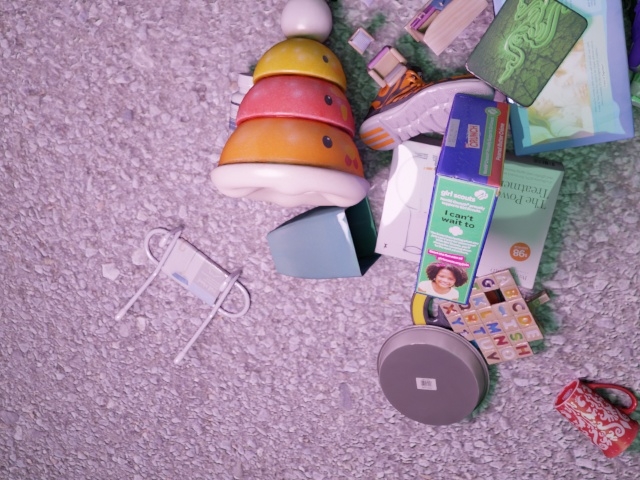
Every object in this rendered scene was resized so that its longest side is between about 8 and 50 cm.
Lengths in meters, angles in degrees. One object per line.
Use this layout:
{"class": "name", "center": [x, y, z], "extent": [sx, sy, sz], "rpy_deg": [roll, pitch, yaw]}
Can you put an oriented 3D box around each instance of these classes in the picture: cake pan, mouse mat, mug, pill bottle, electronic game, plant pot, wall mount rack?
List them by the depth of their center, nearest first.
{"class": "mouse mat", "center": [0.382, -0.365, 1.279], "extent": [0.152, 0.007, 0.190], "rpy_deg": [35, 115, 7]}
{"class": "mug", "center": [0.665, 0.410, 1.646], "extent": [0.169, 0.150, 0.113], "rpy_deg": [39, 150, 7]}
{"class": "pill bottle", "center": [-0.165, -0.308, 1.652], "extent": [0.107, 0.108, 0.180], "rpy_deg": [13, 110, 13]}
{"class": "plant pot", "center": [0.000, 0.000, 1.674], "extent": [0.234, 0.165, 0.166], "rpy_deg": [-9, 104, 25]}
{"class": "electronic game", "center": [0.335, 0.175, 1.685], "extent": [0.229, 0.048, 0.229], "rpy_deg": [5, 108, 15]}
{"class": "cake pan", "center": [0.276, 0.351, 1.727], "extent": [0.293, 0.054, 0.293], "rpy_deg": [9, 119, 18]}
{"class": "wall mount rack", "center": [-0.380, 0.142, 1.844], "extent": [0.350, 0.130, 0.304], "rpy_deg": [36, 113, 4]}

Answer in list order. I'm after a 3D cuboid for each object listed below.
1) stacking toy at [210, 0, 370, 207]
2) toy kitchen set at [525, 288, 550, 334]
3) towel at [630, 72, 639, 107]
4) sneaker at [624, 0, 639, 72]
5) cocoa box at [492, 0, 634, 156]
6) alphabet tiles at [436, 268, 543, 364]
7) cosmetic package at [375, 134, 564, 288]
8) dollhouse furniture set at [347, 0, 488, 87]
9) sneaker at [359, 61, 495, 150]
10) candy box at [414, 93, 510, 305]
{"class": "stacking toy", "center": [-0.053, -0.322, 1.510], "extent": [0.350, 0.350, 0.480], "rpy_deg": [3, 87, 16]}
{"class": "toy kitchen set", "center": [0.524, 0.178, 1.618], "extent": [0.075, 0.068, 0.083], "rpy_deg": [-34, 95, 23]}
{"class": "towel", "center": [0.803, -0.381, 1.379], "extent": [0.247, 0.038, 0.325], "rpy_deg": [28, 112, 8]}
{"class": "sneaker", "center": [0.644, -0.485, 1.356], "extent": [0.146, 0.102, 0.294], "rpy_deg": [23, 100, 26]}
{"class": "cocoa box", "center": [0.482, -0.369, 1.374], "extent": [0.231, 0.228, 0.347], "rpy_deg": [-8, 104, 19]}
{"class": "alphabet tiles", "center": [0.404, 0.190, 1.621], "extent": [0.198, 0.009, 0.237], "rpy_deg": [-20, 109, 33]}
{"class": "cosmetic package", "center": [0.337, -0.072, 1.584], "extent": [0.377, 0.097, 0.285], "rpy_deg": [13, 113, 12]}
{"class": "dollhouse furniture set", "center": [0.131, -0.511, 1.387], "extent": [0.303, 0.198, 0.286], "rpy_deg": [41, 105, -19]}
{"class": "sneaker", "center": [0.225, -0.322, 1.465], "extent": [0.321, 0.180, 0.124], "rpy_deg": [-12, 138, 37]}
{"class": "candy box", "center": [0.280, -0.080, 1.346], "extent": [0.122, 0.268, 0.317], "rpy_deg": [11, 136, 11]}
